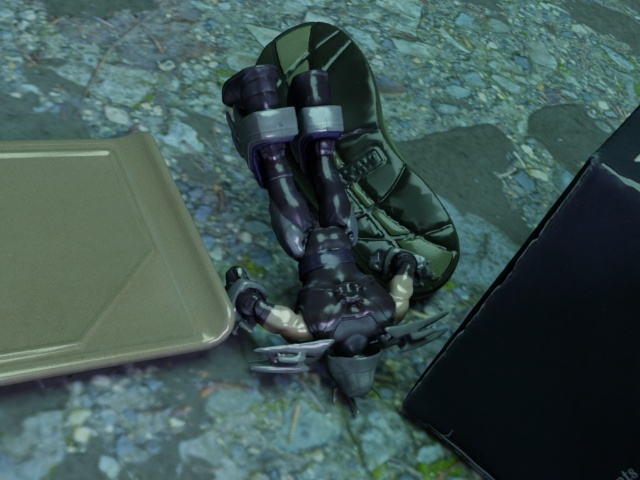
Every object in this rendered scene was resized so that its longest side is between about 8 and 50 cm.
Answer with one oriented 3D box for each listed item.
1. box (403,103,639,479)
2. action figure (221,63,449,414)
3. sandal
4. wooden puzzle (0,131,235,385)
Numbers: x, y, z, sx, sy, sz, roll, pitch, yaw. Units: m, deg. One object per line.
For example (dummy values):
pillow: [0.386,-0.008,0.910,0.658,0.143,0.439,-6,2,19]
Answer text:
box: [0.412,0.091,0.712,0.472,0.297,0.480,38,41,13]
action figure: [0.000,0.000,0.688,0.185,0.099,0.285,-6,74,-30]
sandal: [0.025,-0.074,0.815,0.120,0.086,0.302,-26,77,-4]
wooden puzzle: [-0.210,0.010,0.626,0.239,0.044,0.221,-9,54,-30]
